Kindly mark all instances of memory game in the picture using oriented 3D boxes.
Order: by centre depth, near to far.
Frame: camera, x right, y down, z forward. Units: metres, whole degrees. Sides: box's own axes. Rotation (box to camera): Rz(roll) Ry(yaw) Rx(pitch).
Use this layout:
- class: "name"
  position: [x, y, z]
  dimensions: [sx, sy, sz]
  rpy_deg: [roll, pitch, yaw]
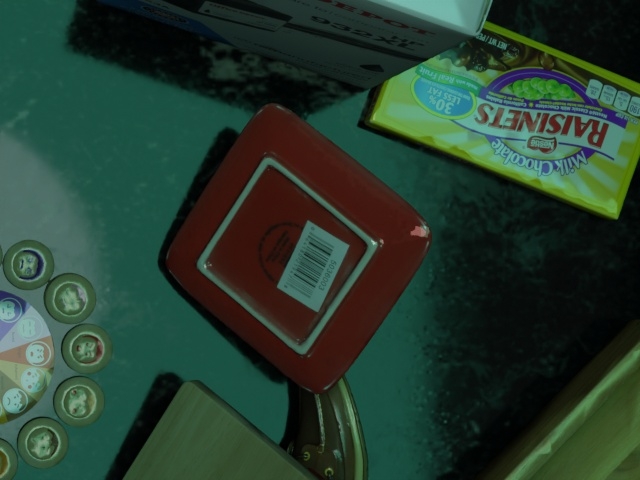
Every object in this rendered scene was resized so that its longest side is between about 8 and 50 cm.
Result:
- class: "memory game"
  position: [-0.239, 0.084, 1.372]
  dimensions: [0.186, 0.012, 0.186]
  rpy_deg: [0, 88, -11]

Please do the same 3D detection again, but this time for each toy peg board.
- class: "toy peg board"
  position: [-0.059, 0.206, 1.353]
  dimensions: [0.160, 0.079, 0.161]
  rpy_deg: [38, 104, 20]

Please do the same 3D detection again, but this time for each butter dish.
- class: "butter dish"
  position: [0.000, 0.000, 1.373]
  dimensions: [0.160, 0.118, 0.160]
  rpy_deg: [40, 113, 14]

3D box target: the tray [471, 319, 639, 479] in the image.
- class: "tray"
  position: [0.163, 0.272, 1.416]
  dimensions: [0.411, 0.076, 0.203]
  rpy_deg: [-44, 97, -8]

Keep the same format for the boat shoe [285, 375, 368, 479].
- class: "boat shoe"
  position: [0.001, 0.167, 1.391]
  dimensions: [0.060, 0.064, 0.178]
  rpy_deg: [-9, 93, -13]

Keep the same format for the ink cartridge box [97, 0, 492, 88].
- class: "ink cartridge box"
  position: [-0.017, -0.205, 1.273]
  dimensions: [0.223, 0.307, 0.129]
  rpy_deg: [18, 85, -10]

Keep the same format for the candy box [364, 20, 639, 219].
- class: "candy box"
  position: [0.145, -0.099, 1.445]
  dimensions: [0.206, 0.027, 0.105]
  rpy_deg: [21, 88, -10]
